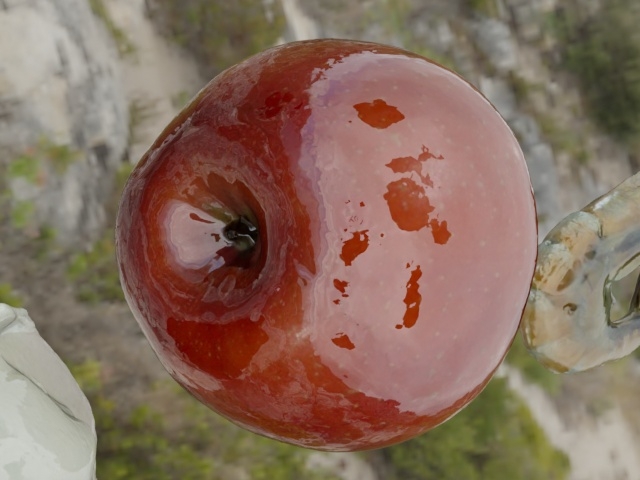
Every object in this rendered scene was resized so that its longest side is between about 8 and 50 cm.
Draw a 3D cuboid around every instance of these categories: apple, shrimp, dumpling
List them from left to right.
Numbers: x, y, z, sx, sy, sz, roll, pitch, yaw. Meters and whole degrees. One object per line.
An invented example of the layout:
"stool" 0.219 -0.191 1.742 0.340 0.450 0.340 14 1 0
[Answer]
"dumpling" -0.187 0.107 0.827 0.229 0.124 0.151 17 76 -63
"apple" 0.000 0.000 0.965 0.216 0.260 0.260 0 77 -52
"shrimp" 0.264 0.023 1.302 0.254 0.059 0.145 -32 113 -31
